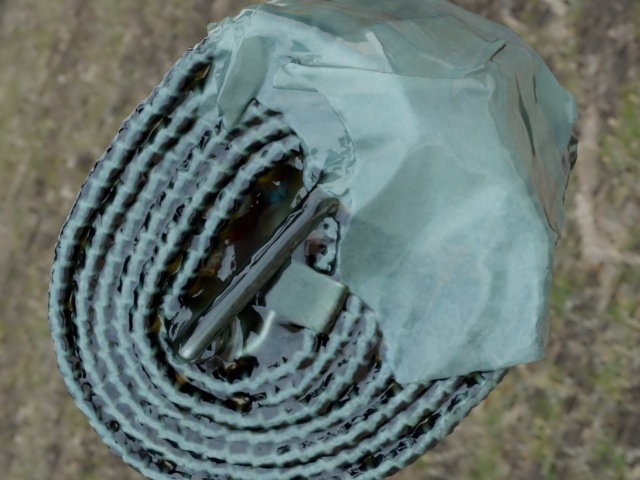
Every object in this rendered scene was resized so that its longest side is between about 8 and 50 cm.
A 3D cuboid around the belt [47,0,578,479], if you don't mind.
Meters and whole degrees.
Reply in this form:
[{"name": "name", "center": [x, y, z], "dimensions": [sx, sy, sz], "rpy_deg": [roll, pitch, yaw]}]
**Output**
[{"name": "belt", "center": [0.000, 0.000, 0.909], "dimensions": [0.257, 0.207, 0.150], "rpy_deg": [-47, 5, 21]}]
